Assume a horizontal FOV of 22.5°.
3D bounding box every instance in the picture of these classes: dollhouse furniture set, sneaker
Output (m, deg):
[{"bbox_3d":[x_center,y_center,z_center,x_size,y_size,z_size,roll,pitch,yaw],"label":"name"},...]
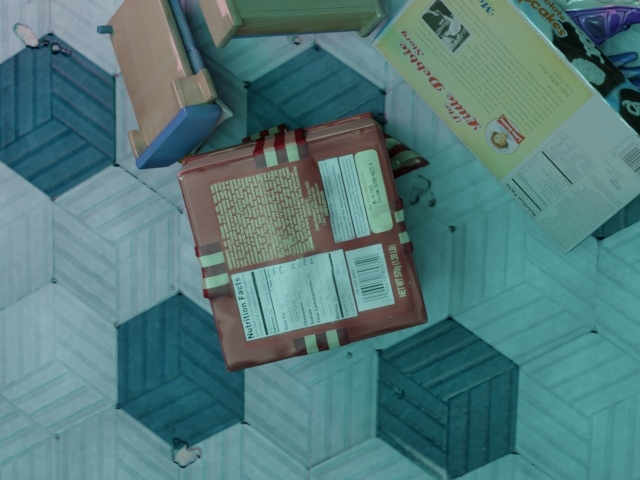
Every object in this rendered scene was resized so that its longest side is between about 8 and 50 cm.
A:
[{"bbox_3d":[-0.118,-0.269,1.839,0.303,0.198,0.286,-42,63,50],"label":"dollhouse furniture set"},{"bbox_3d":[0.298,-0.235,1.709,0.170,0.068,0.071,1,114,24],"label":"sneaker"}]

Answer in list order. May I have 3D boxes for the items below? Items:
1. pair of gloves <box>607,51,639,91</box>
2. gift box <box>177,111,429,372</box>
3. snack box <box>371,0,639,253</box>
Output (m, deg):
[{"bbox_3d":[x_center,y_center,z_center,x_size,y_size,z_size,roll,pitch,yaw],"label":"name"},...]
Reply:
[{"bbox_3d":[0.282,-0.208,1.752,0.159,0.023,0.198,-7,98,18],"label":"pair of gloves"},{"bbox_3d":[0.000,0.000,1.764,0.276,0.258,0.255,-9,97,-2],"label":"gift box"},{"bbox_3d":[0.219,-0.157,1.722,0.322,0.060,0.187,48,138,3],"label":"snack box"}]
